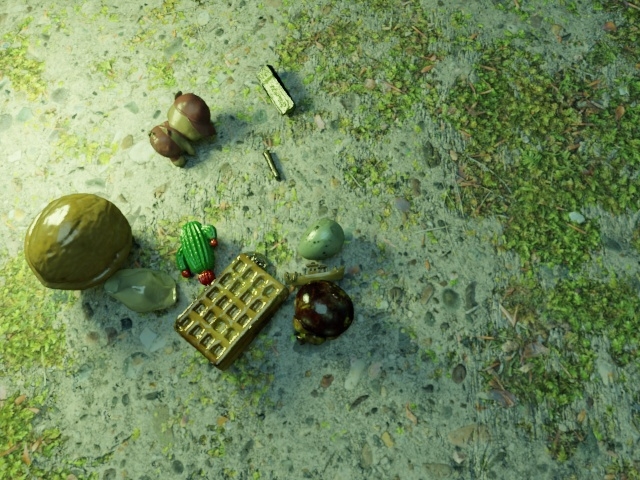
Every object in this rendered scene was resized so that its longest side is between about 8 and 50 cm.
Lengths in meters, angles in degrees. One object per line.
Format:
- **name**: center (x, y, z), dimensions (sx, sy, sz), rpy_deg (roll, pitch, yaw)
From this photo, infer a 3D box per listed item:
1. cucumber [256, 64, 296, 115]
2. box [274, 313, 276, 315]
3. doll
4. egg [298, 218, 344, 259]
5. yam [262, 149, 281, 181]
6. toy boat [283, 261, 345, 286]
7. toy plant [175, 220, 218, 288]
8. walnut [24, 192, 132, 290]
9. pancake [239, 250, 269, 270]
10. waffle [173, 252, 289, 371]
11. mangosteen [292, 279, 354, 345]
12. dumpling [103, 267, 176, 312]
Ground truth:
- **cucumber**: center (-0.162, -0.575, 1.769), dimensions (0.078, 0.062, 0.211), rpy_deg (-39, 76, 26)
- **box**: center (-0.270, 0.257, 1.498), dimensions (0.221, 0.032, 0.122), rpy_deg (-35, 72, -7)
- **doll**: center (-0.503, -0.412, 1.683), dimensions (0.196, 0.152, 0.255), rpy_deg (40, 93, -17)
- **egg**: center (0.000, 0.000, 1.517), dimensions (0.164, 0.131, 0.131), rpy_deg (-31, 72, -1)
- **yam**: center (-0.175, -0.276, 1.679), dimensions (0.033, 0.027, 0.129), rpy_deg (-27, 72, -4)
- **toy boat**: center (-0.018, 0.106, 1.513), dimensions (0.206, 0.064, 0.072), rpy_deg (-9, 87, 0)
- **toy plant**: center (-0.420, 0.052, 1.553), dimensions (0.155, 0.088, 0.239), rpy_deg (0, 82, 16)
- **walnut**: center (-0.775, 0.007, 1.470), dimensions (0.334, 0.332, 0.332), rpy_deg (-1, 71, 3)
- **pancake**: center (-0.244, 0.093, 1.558), dimensions (0.116, 0.022, 0.129), rpy_deg (30, 71, 13)
- **waffle**: center (-0.275, 0.220, 1.445), dimensions (0.224, 0.098, 0.327), rpy_deg (37, 74, 16)
- **mangosteen**: center (-0.004, 0.234, 1.426), dimensions (0.192, 0.192, 0.217), rpy_deg (39, 109, 15)
- **dumpling**: center (-0.578, 0.152, 1.518), dimensions (0.216, 0.126, 0.166), rpy_deg (-4, 43, 17)
